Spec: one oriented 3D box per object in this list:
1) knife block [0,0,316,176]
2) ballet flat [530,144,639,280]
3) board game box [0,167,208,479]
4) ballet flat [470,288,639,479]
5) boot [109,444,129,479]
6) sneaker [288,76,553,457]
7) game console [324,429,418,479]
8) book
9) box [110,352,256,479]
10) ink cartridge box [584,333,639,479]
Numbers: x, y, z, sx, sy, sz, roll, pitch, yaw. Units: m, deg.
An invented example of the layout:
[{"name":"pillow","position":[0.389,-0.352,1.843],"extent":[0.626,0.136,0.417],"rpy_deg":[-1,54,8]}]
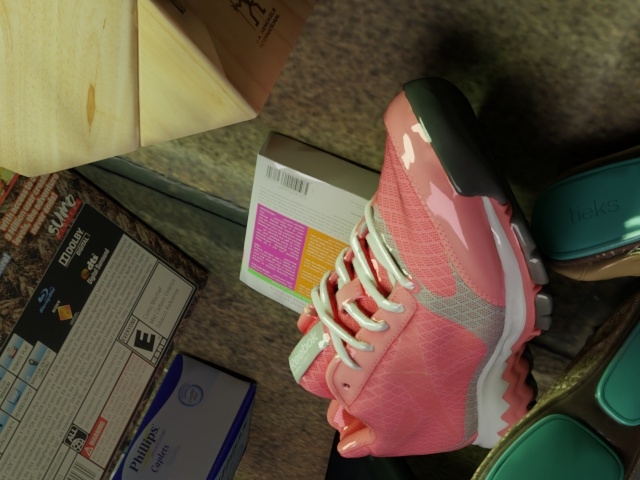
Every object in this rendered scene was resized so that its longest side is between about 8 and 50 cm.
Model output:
[{"name":"knife block","position":[-0.130,-0.156,0.662],"extent":[0.275,0.088,0.242],"rpy_deg":[-10,134,42]},{"name":"ballet flat","position":[0.207,-0.028,0.663],"extent":[0.073,0.080,0.232],"rpy_deg":[12,163,-39]},{"name":"board game box","position":[-0.261,0.047,0.909],"extent":[0.291,0.232,0.141],"rpy_deg":[39,145,-22]},{"name":"ballet flat","position":[0.149,0.107,0.772],"extent":[0.073,0.206,0.067],"rpy_deg":[46,165,3]},{"name":"boot","position":[-0.195,0.239,1.317],"extent":[0.208,0.076,0.189],"rpy_deg":[23,151,-11]},{"name":"sneaker","position":[0.047,0.044,0.762],"extent":[0.136,0.116,0.314],"rpy_deg":[-17,143,-4]},{"name":"game console","position":[0.059,0.362,0.978],"extent":[0.060,0.386,0.342],"rpy_deg":[-4,119,-20]},{"name":"book","position":[0.000,0.000,0.860],"extent":[0.096,0.035,0.144],"rpy_deg":[23,147,5]},{"name":"box","position":[-0.112,0.183,1.111],"extent":[0.072,0.126,0.137],"rpy_deg":[21,149,7]},{"name":"ink cartridge box","position":[0.243,0.225,0.861],"extent":[0.121,0.211,0.289],"rpy_deg":[-1,140,34]}]
